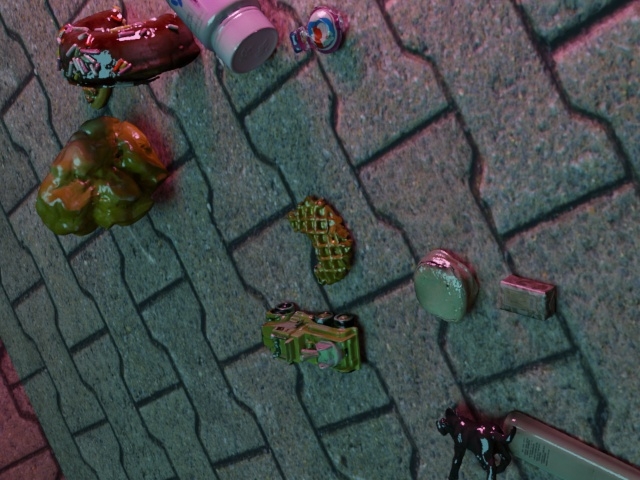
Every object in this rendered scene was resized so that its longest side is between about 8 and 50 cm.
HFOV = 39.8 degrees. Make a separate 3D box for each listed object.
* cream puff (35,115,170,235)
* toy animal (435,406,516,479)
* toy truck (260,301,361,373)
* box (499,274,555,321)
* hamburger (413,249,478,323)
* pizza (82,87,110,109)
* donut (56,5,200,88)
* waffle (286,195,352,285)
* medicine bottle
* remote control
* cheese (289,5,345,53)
[{"bbox_3d":[-0.539,-0.133,2.218,0.257,0.324,0.291,27,137,-3],"label":"cream puff"},{"bbox_3d":[0.302,0.401,1.732,0.232,0.084,0.148,-9,99,65],"label":"toy animal"},{"bbox_3d":[-0.039,0.226,1.993,0.259,0.135,0.128,12,114,44],"label":"toy truck"},{"bbox_3d":[0.375,0.105,1.604,0.098,0.045,0.062,18,119,40],"label":"box"},{"bbox_3d":[0.238,0.090,1.720,0.140,0.062,0.133,32,128,29],"label":"hamburger"},{"bbox_3d":[-0.603,-0.430,2.333,0.134,0.046,0.175,30,126,32],"label":"pizza"},{"bbox_3d":[-0.479,-0.449,2.053,0.345,0.259,0.136,17,126,40],"label":"donut"},{"bbox_3d":[-0.002,0.001,1.924,0.194,0.051,0.149,56,134,11],"label":"waffle"},{"bbox_3d":[-0.211,-0.481,1.856,0.254,0.152,0.152,52,134,17],"label":"medicine bottle"},{"bbox_3d":[0.470,0.412,1.641,0.309,0.038,0.090,21,120,38],"label":"remote control"},{"bbox_3d":[-0.007,-0.415,1.766,0.145,0.038,0.095,-11,98,45],"label":"cheese"}]
